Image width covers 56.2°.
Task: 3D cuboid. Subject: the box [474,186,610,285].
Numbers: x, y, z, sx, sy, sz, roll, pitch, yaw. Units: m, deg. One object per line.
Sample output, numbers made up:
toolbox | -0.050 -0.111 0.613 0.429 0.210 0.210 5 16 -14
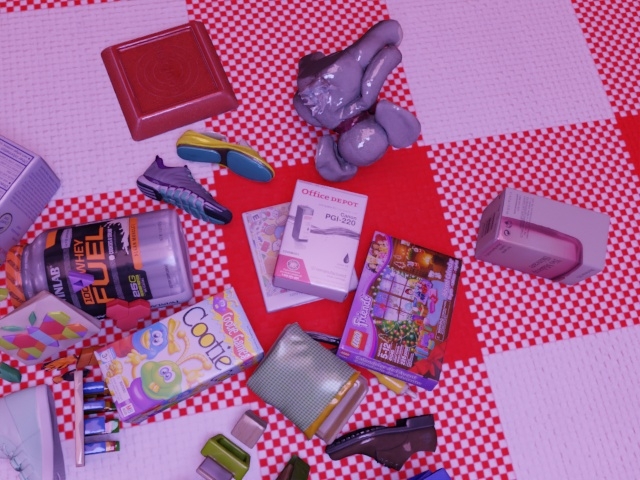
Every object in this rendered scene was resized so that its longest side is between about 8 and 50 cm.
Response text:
box | 0.473 -0.005 1.292 0.232 0.149 0.127 16 72 0

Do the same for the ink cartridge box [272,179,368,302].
ink cartridge box | 0.000 0.000 1.251 0.158 0.092 0.218 13 70 -2

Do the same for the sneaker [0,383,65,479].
sneaker | -0.557 0.405 1.093 0.151 0.094 0.256 -13 64 -15

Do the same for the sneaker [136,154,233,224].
sneaker | -0.281 -0.115 1.296 0.223 0.083 0.098 23 67 3

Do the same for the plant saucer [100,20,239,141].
plant saucer | -0.354 -0.386 1.393 0.258 0.048 0.259 -22 75 -11

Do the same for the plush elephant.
plush elephant | 0.078 -0.282 1.310 0.271 0.255 0.330 -17 30 29

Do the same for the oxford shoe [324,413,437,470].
oxford shoe | 0.122 0.405 1.164 0.227 0.083 0.096 -9 77 -7

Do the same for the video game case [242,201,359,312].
video game case | -0.044 0.023 1.300 0.206 0.026 0.227 -14 74 -10

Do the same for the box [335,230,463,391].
box | 0.166 0.136 1.224 0.200 0.057 0.293 18 55 3

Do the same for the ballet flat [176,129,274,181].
ballet flat | -0.206 -0.199 1.336 0.230 0.077 0.077 15 55 2

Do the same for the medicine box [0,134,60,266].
medicine box | -0.736 -0.089 1.208 0.263 0.149 0.289 28 72 4

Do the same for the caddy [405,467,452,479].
caddy | 0.128 0.541 1.039 0.341 0.241 0.179 -24 71 -12

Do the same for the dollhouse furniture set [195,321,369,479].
dollhouse furniture set | -0.069 0.329 1.084 0.197 0.151 0.302 35 93 5

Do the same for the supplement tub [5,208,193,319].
supplement tub | -0.420 0.055 1.168 0.315 0.193 0.194 -12 74 -8

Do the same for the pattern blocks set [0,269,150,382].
pattern blocks set | -0.505 0.164 1.088 0.324 0.285 0.026 -37 44 19

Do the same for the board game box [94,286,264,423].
board game box | -0.262 0.222 1.154 0.275 0.142 0.144 -25 76 -12

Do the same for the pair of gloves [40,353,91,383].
pair of gloves | -0.492 0.251 1.158 0.074 0.083 0.010 -18 50 -2

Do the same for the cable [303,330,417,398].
cable | 0.078 0.217 1.223 0.287 0.072 0.140 18 69 -1

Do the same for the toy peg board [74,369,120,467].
toy peg board | -0.411 0.327 1.107 0.079 0.160 0.161 -2 72 -22
